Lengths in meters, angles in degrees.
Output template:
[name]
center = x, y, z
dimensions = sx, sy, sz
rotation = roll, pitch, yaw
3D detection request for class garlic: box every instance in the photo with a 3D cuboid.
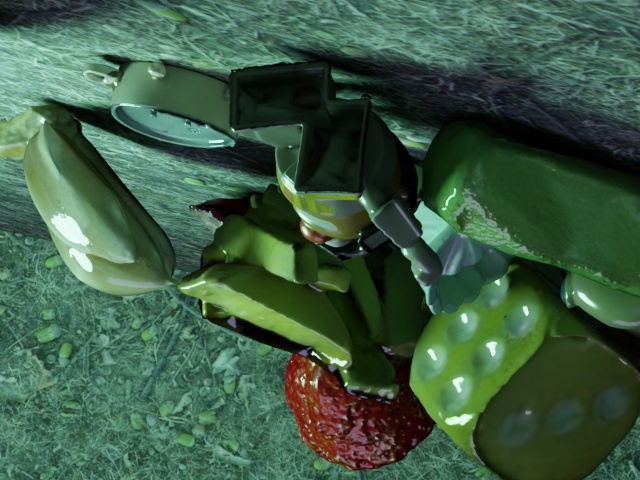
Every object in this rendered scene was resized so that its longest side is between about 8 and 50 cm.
[garlic]
center = -0.313, -0.038, 1.889
dimensions = 0.325, 0.132, 0.279
rotation = 57, -173, 10

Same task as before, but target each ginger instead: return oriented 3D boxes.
[ginger]
center = 0.021, 0.030, 1.937
dimensions = 0.358, 0.211, 0.413
rotation = 32, -145, 13

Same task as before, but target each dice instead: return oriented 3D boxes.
[dice]
center = 0.282, 0.185, 1.868
dimensions = 0.233, 0.238, 0.227
rotation = 36, -170, -34

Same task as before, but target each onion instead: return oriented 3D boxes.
[onion]
center = -0.065, 0.011, 2.221
dimensions = 0.314, 0.146, 0.280
rotation = 44, 174, 16

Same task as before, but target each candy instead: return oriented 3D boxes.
[candy]
center = 0.276, -0.034, 1.484
dimensions = 0.344, 0.132, 0.142
rotation = 18, -146, -20

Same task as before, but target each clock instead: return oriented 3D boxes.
[clock]
center = -0.163, -0.152, 1.557
dimensions = 0.229, 0.063, 0.156
rotation = 14, 173, -19

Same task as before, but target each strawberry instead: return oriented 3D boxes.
[strawberry]
center = 0.058, 0.215, 2.091
dimensions = 0.257, 0.257, 0.277
rotation = 8, 158, 32

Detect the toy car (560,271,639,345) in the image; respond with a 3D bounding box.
[toy car]
center = 0.491, 0.107, 1.718
dimensions = 0.336, 0.226, 0.242
rotation = 8, 170, 32

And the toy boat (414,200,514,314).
[toy boat]
center = 0.183, -0.007, 1.695
dimensions = 0.100, 0.199, 0.290
rotation = 45, -179, 17

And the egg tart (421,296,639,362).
[egg tart]
center = 0.336, 0.178, 2.251
dimensions = 0.443, 0.178, 0.443
rotation = 11, -165, -3

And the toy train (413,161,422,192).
[toy train]
center = 0.078, -0.070, 1.668
dimensions = 0.050, 0.081, 0.122
rotation = 18, 177, 46

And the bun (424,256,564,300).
[bun]
center = 0.264, 0.054, 2.060
dimensions = 0.231, 0.133, 0.231
rotation = 6, -164, -2

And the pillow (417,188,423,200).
[pillow]
center = 0.059, -0.080, 1.783
dimensions = 0.118, 0.043, 0.185
rotation = 1, 171, 29

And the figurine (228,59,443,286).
[figurine]
center = 0.022, -0.071, 1.425
dimensions = 0.143, 0.308, 0.308
rotation = -30, 163, 7
